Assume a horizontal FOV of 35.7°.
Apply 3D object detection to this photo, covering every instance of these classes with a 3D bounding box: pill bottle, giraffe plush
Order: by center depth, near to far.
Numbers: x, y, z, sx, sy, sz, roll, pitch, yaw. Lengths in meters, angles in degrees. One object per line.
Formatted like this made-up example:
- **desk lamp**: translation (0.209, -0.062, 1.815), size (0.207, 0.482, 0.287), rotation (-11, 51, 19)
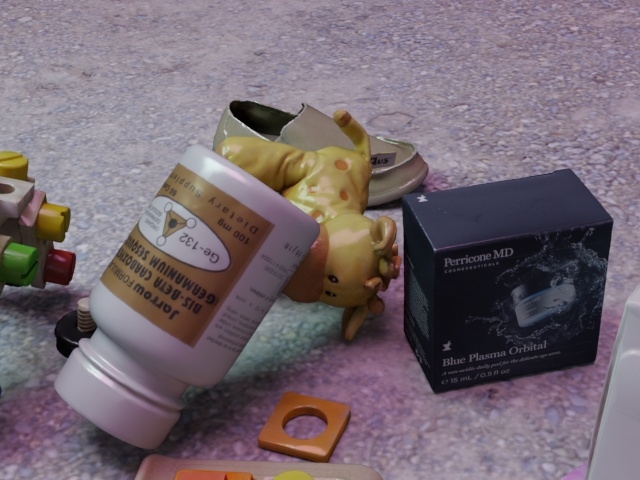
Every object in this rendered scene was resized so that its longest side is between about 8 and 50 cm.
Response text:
- **pill bottle**: translation (-0.113, 0.048, 0.817), size (0.131, 0.131, 0.229), rotation (32, 88, 41)
- **giraffe plush**: translation (0.000, 0.000, 0.937), size (0.210, 0.181, 0.170), rotation (-21, 48, -2)

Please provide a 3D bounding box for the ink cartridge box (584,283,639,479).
- **ink cartridge box**: translation (0.323, 0.097, 0.722), size (0.171, 0.168, 0.233), rotation (20, 31, 30)

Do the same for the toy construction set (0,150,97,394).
- **toy construction set**: translation (-0.330, -0.019, 0.873), size (0.309, 0.237, 0.257), rotation (24, 37, 23)

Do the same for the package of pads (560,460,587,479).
- **package of pads**: translation (0.220, 0.199, 0.731), size (0.050, 0.032, 0.083), rotation (-23, 39, -31)

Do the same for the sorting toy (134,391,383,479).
- **sorting toy**: translation (-0.059, 0.218, 0.717), size (0.196, 0.047, 0.347), rotation (3, 34, 10)

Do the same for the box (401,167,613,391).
- **box**: translation (0.158, 0.035, 0.868), size (0.156, 0.158, 0.093), rotation (-10, 35, -8)

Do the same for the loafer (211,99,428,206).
- **loafer**: translation (-0.008, -0.107, 1.151), size (0.269, 0.092, 0.102), rotation (8, 36, 17)
